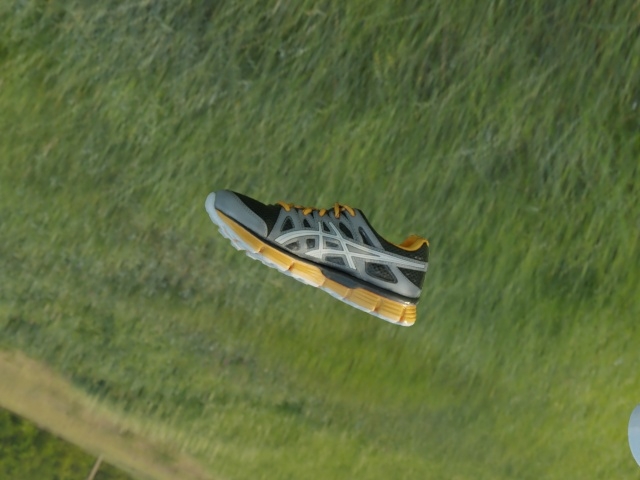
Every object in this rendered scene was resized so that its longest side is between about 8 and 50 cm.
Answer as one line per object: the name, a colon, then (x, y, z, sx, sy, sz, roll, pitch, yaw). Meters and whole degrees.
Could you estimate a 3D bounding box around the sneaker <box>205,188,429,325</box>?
sneaker: (0.000, 0.000, 0.844, 0.214, 0.083, 0.084, 25, 178, -17)

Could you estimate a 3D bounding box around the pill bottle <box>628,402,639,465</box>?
pill bottle: (0.252, 0.120, 0.588, 0.065, 0.065, 0.116, 34, 152, -26)
